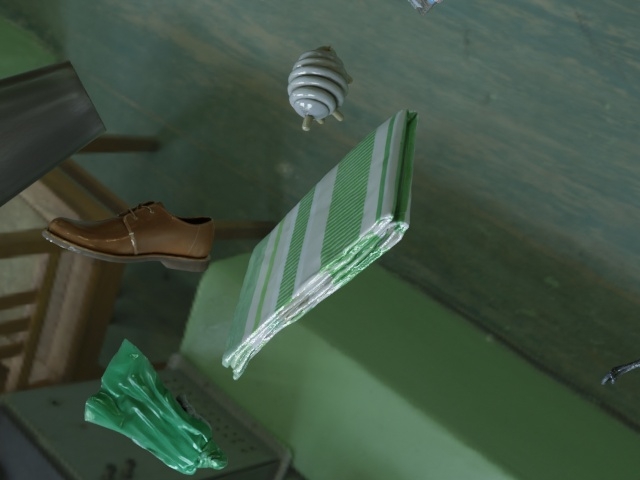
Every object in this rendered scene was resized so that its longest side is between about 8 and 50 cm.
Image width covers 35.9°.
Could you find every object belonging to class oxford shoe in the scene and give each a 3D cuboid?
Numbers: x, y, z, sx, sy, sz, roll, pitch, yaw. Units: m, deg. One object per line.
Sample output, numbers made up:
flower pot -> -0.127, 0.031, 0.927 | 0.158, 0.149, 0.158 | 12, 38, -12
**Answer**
oxford shoe -> -0.220, -0.014, 1.155 | 0.076, 0.212, 0.076 | 31, 110, 48

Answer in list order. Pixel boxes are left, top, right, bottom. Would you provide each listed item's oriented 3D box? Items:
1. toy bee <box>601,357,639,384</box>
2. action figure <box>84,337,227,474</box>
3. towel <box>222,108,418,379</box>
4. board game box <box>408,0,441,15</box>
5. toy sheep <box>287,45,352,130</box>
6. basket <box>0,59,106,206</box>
toy bee -> 0.450, 0.130, 1.004 | 0.162, 0.195, 0.298 | 61, 158, 21
action figure -> -0.219, 0.254, 1.390 | 0.232, 0.063, 0.137 | 31, 102, 29
towel -> 0.000, 0.000, 1.189 | 0.325, 0.038, 0.247 | -44, 22, 34
board game box -> 0.109, -0.283, 0.653 | 0.232, 0.291, 0.141 | -43, 95, 11
toy sheep -> -0.002, -0.205, 1.331 | 0.091, 0.091, 0.132 | -12, 58, 39
basket -> -0.470, -0.180, 1.571 | 0.204, 0.227, 0.154 | 66, 172, -22
